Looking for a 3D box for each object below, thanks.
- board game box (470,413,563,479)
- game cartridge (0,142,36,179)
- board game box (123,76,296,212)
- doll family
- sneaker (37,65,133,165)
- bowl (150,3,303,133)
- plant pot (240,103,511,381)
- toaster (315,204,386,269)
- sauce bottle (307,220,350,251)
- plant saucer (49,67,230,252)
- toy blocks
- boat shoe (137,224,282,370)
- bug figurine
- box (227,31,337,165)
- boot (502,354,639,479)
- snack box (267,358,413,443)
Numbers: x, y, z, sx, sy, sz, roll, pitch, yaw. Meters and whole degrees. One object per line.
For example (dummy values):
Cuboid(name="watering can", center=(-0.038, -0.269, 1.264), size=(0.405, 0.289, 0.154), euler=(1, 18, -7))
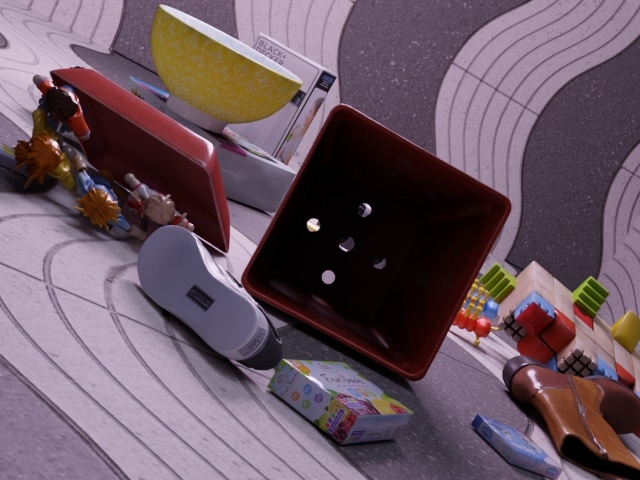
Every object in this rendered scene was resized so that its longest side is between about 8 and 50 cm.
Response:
Cuboid(name="board game box", center=(0.246, 0.258, 1.454), size=(0.090, 0.020, 0.090), euler=(25, 11, -34))
Cuboid(name="game cartridge", center=(-0.386, -0.103, 1.430), size=(0.083, 0.017, 0.056), euler=(27, 12, -21))
Cuboid(name="board game box", center=(-0.226, -0.179, 2.196), size=(0.303, 0.098, 0.224), euler=(35, 9, 38))
Cuboid(name="doll family", center=(-0.278, -0.073, 1.390), size=(0.263, 0.118, 0.163), euler=(47, -2, -10))
Cuboid(name="sneaker", center=(-0.334, -0.166, 1.804), size=(0.283, 0.110, 0.122), euler=(39, -6, 36))
Cuboid(name="bowl", center=(-0.193, -0.287, 2.083), size=(0.289, 0.156, 0.289), euler=(28, 11, -6))
Cuboid(name="plant pot", center=(0.057, 0.004, 1.578), size=(0.267, 0.267, 0.236), euler=(29, -4, -7))
Cuboid(name="toaster", center=(0.092, -0.008, 2.185), size=(0.168, 0.110, 0.185), euler=(32, 3, 11))
Cuboid(name="sauce bottle", center=(0.000, 0.000, 2.092), size=(0.128, 0.042, 0.042), euler=(33, 8, 13))
Cuboid(name="plant saucer", center=(-0.224, -0.114, 1.555), size=(0.258, 0.048, 0.259), euler=(32, -19, 15))
Cuboid(name="toy blocks", center=(0.447, 0.204, 2.034), size=(0.381, 0.191, 0.261), euler=(41, 22, -5))
Cuboid(name="boat shoe", center=(-0.111, 0.062, 1.205), size=(0.228, 0.080, 0.076), euler=(34, -9, 45))
Cuboid(name="bug figurine", center=(0.244, 0.112, 2.173), size=(0.216, 0.072, 0.279), euler=(25, 12, 11))
Cuboid(name="box", center=(-0.114, -0.255, 2.364), size=(0.169, 0.290, 0.087), euler=(34, 8, 19))
Cuboid(name="boot", center=(0.426, 0.275, 1.733), size=(0.264, 0.096, 0.280), euler=(28, 9, -17))
Cuboid(name="snack box", center=(0.022, 0.162, 1.178), size=(0.100, 0.037, 0.141), euler=(33, 8, 26))
